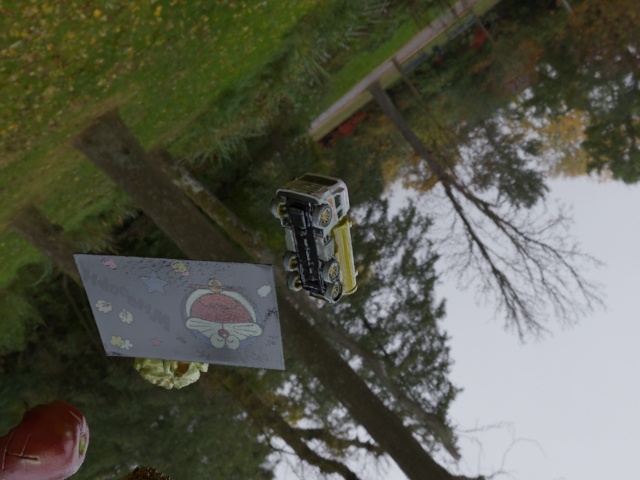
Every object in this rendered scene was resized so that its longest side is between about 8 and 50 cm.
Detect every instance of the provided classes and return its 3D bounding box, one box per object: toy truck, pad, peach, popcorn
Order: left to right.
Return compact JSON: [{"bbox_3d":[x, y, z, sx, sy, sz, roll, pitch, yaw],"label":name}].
[{"bbox_3d":[-0.660,0.464,1.379,0.225,0.196,0.190,2,-145,-5],"label":"peach"},{"bbox_3d":[-0.289,0.225,1.158,0.135,0.142,0.162,-29,-153,-7],"label":"popcorn"},{"bbox_3d":[-0.169,0.091,0.733,0.245,0.170,0.006,3,-146,9],"label":"pad"},{"bbox_3d":[0.000,0.000,0.970,0.097,0.227,0.114,15,-139,31],"label":"toy truck"}]

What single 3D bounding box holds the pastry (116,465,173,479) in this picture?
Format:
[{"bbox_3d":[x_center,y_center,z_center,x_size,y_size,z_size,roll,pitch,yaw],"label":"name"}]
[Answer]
[{"bbox_3d":[-0.292,0.560,1.078,0.161,0.255,0.311,-37,-145,14],"label":"pastry"}]
